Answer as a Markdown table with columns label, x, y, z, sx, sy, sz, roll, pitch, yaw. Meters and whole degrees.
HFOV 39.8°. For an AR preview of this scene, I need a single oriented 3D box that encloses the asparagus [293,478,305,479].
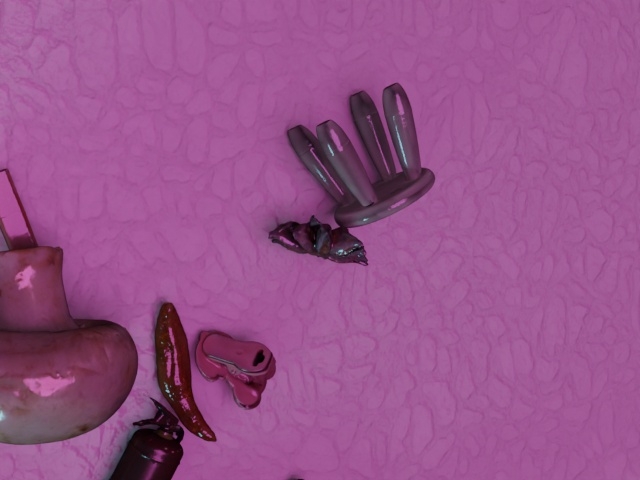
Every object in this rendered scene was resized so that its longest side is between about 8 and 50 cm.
| label | x | y | z | sx | sy | sz | roll | pitch | yaw |
| --- | --- | --- | --- | --- | --- | --- | --- | --- | --- |
| asparagus | -0.061 | 0.641 | 1.642 | 0.128 | 0.108 | 0.382 | -7 | 97 | -21 |

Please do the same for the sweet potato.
| label | x | y | z | sx | sy | sz | roll | pitch | yaw |
| --- | --- | --- | --- | --- | --- | --- | --- | --- | --- |
| sweet potato | -0.246 | 0.232 | 1.532 | 0.078 | 0.058 | 0.255 | -14 | 93 | 23 |

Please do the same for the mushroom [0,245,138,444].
| label | x | y | z | sx | sy | sz | roll | pitch | yaw |
| --- | --- | --- | --- | --- | --- | --- | --- | --- | --- |
| mushroom | -0.424 | 0.154 | 1.324 | 0.297 | 0.297 | 0.290 | -3 | 91 | -23 |

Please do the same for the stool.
| label | x | y | z | sx | sy | sz | roll | pitch | yaw |
| --- | --- | --- | --- | --- | --- | --- | --- | --- | --- |
| stool | 0.076 | -0.147 | 1.558 | 0.195 | 0.195 | 0.199 | -33 | 106 | -16 |

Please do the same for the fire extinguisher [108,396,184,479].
| label | x | y | z | sx | sy | sz | roll | pitch | yaw |
| --- | --- | --- | --- | --- | --- | --- | --- | --- | --- |
| fire extinguisher | -0.329 | 0.427 | 1.490 | 0.141 | 0.105 | 0.341 | 28 | 88 | -53 |

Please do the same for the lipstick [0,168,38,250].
| label | x | y | z | sx | sy | sz | roll | pitch | yaw |
| --- | --- | --- | --- | --- | --- | --- | --- | --- | --- |
| lipstick | -0.492 | -0.039 | 1.406 | 0.045 | 0.045 | 0.145 | -21 | 103 | -18 |

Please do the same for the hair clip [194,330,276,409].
| label | x | y | z | sx | sy | sz | roll | pitch | yaw |
| --- | --- | --- | --- | --- | --- | --- | --- | --- | --- |
| hair clip | -0.152 | 0.222 | 1.568 | 0.138 | 0.102 | 0.123 | 12 | 48 | 8 |

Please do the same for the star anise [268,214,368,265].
| label | x | y | z | sx | sy | sz | roll | pitch | yaw |
| --- | --- | --- | --- | --- | --- | --- | --- | --- | --- |
| star anise | 0.000 | 0.000 | 1.564 | 0.182 | 0.195 | 0.065 | 31 | 65 | -62 |
